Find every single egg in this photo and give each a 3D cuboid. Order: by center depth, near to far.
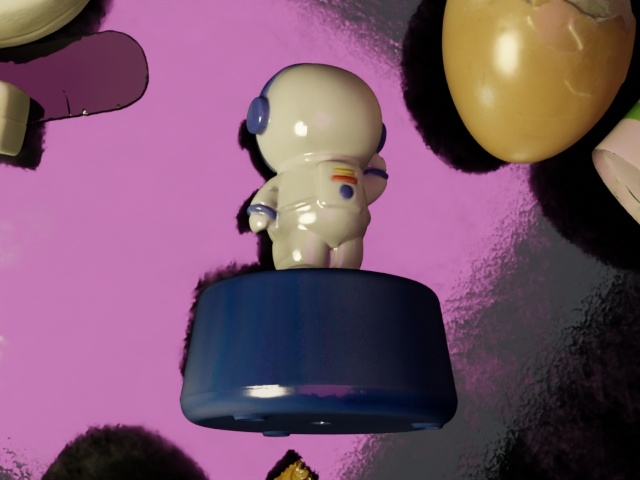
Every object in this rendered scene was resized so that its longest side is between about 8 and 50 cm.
[{"bbox_3d":[0.226,-0.203,1.054,0.201,0.201,0.244,7,102,-8],"label":"egg"}]

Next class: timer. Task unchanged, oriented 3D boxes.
[{"bbox_3d":[0.000,0.000,1.020,0.270,0.270,0.383,3,74,-8],"label":"timer"}]

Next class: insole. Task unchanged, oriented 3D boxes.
[{"bbox_3d":[-0.359,-0.165,1.067,0.348,0.009,0.119,-9,92,-8],"label":"insole"}]

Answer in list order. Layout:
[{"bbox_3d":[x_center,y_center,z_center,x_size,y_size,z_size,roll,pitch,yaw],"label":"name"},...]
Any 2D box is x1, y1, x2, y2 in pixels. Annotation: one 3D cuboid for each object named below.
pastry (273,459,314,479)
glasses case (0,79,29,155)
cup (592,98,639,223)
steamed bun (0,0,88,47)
[{"bbox_3d":[-0.047,0.312,1.084,0.140,0.056,0.080,-45,88,1],"label":"pastry"},{"bbox_3d":[-0.454,-0.152,0.983,0.313,0.131,0.070,13,91,-7],"label":"glasses case"},{"bbox_3d":[0.456,-0.119,1.070,0.274,0.253,0.253,-43,95,0],"label":"cup"},{"bbox_3d":[-0.336,-0.283,1.000,0.241,0.146,0.164,-14,89,-9],"label":"steamed bun"}]
